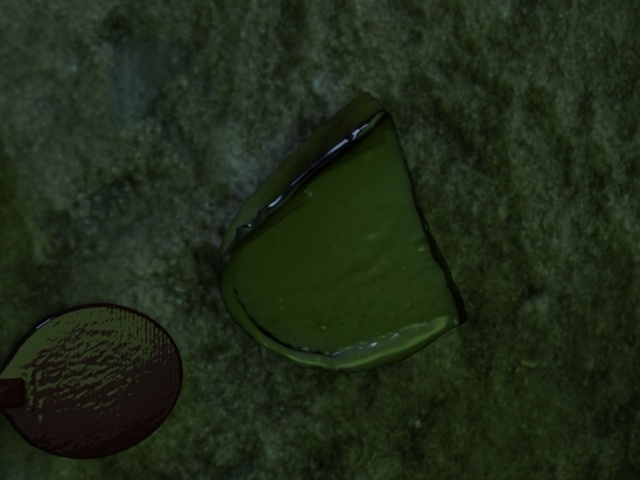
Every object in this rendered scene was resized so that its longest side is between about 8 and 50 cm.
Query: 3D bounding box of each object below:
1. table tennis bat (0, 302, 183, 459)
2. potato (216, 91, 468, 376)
[{"bbox_3d":[-0.321,0.181,1.139,0.310,0.038,0.200,-3,97,-24],"label":"table tennis bat"},{"bbox_3d":[0.000,0.000,1.192,0.280,0.213,0.330,-26,117,0],"label":"potato"}]
